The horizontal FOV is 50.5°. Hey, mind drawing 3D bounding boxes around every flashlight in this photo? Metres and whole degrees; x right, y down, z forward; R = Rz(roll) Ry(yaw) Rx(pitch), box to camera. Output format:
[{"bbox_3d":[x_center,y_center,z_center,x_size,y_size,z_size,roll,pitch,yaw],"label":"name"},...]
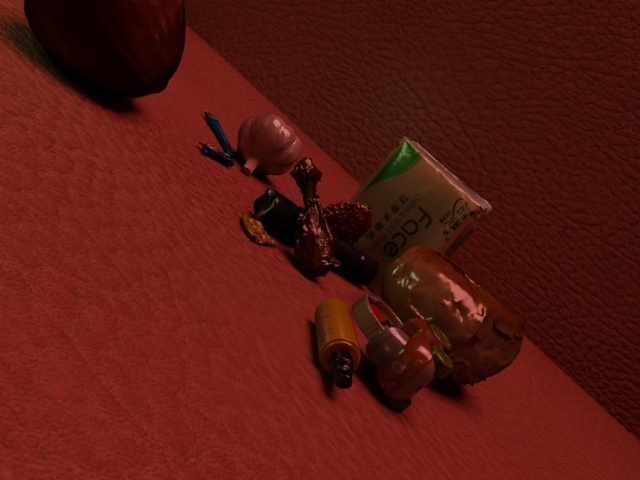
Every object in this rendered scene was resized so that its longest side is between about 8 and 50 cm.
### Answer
[{"bbox_3d":[0.000,0.000,1.805,0.424,0.103,0.103,32,15,-34],"label":"flashlight"},{"bbox_3d":[-0.289,-0.244,1.914,0.121,0.035,0.057,28,17,-43],"label":"flashlight"}]

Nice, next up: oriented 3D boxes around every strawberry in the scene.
[{"bbox_3d":[0.041,-0.037,1.895,0.167,0.208,0.087,32,50,-8],"label":"strawberry"}]

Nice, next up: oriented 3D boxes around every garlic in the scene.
[{"bbox_3d":[-0.185,-0.268,2.093,0.219,0.218,0.212,39,54,-9],"label":"garlic"}]

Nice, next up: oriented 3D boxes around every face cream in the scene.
[{"bbox_3d":[0.033,0.198,1.281,0.078,0.078,0.273,38,13,-15],"label":"face cream"}]

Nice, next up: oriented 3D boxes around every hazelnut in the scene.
[{"bbox_3d":[-0.502,-0.540,1.647,0.421,0.353,0.420,-15,90,-88],"label":"hazelnut"}]

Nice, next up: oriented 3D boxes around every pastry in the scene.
[{"bbox_3d":[0.319,0.198,1.733,0.410,0.245,0.409,36,12,-9],"label":"pastry"}]

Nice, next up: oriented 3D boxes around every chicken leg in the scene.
[{"bbox_3d":[-0.020,-0.058,1.675,0.113,0.093,0.304,0,78,-26],"label":"chicken leg"}]

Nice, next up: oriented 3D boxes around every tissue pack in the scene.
[{"bbox_3d":[0.247,-0.053,2.015,0.332,0.405,0.205,45,17,18],"label":"tissue pack"}]

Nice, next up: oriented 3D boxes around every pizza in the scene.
[{"bbox_3d":[-0.142,-0.020,1.620,0.109,0.026,0.123,35,13,-33],"label":"pizza"}]

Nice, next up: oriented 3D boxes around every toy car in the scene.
[{"bbox_3d":[0.148,0.207,1.390,0.235,0.145,0.235,44,14,-14],"label":"toy car"}]

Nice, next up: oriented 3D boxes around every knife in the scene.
[{"bbox_3d":[-0.325,-0.343,2.171,0.044,0.026,0.296,28,21,-37],"label":"knife"}]
